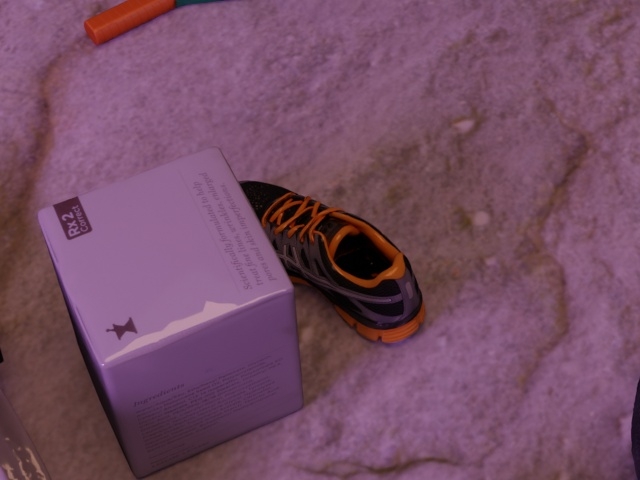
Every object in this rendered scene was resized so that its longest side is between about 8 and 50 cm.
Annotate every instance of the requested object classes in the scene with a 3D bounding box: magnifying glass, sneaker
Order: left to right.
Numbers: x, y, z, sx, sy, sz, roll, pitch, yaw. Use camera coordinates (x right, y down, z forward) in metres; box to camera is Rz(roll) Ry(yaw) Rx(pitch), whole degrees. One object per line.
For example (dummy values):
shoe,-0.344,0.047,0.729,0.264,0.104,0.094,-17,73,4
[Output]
magnifying glass,-0.132,-0.258,1.387,0.231,0.026,0.092,-29,59,-20
sneaker,0.000,0.000,1.164,0.215,0.083,0.084,29,62,22

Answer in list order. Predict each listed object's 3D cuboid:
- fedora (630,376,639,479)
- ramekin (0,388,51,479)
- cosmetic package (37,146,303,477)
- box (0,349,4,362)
fedora,0.391,0.175,0.987,0.334,0.152,0.334,-4,53,5
ramekin,-0.267,0.173,0.978,0.109,0.207,0.207,-29,59,-8
cosmetic package,-0.112,0.058,1.063,0.151,0.184,0.151,-21,58,-13
box,-0.379,0.064,1.091,0.184,0.045,0.191,-29,61,-19
